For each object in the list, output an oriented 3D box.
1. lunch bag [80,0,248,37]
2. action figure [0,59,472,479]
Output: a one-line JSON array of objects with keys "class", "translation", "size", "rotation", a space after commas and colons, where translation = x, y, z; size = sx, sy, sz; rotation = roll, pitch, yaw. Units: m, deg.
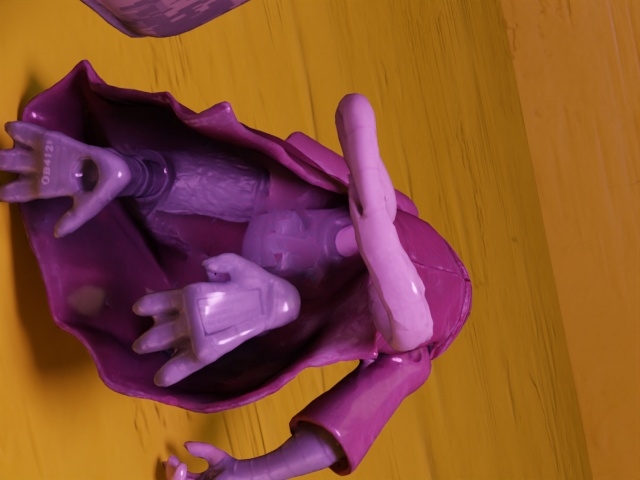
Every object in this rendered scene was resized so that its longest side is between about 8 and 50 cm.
[{"class": "lunch bag", "translation": [-0.058, -0.245, 0.625], "size": [0.256, 0.212, 0.305], "rotation": [64, 5, 6]}, {"class": "action figure", "translation": [0.000, 0.000, 0.954], "size": [0.370, 0.275, 0.248], "rotation": [16, 58, -56]}]
